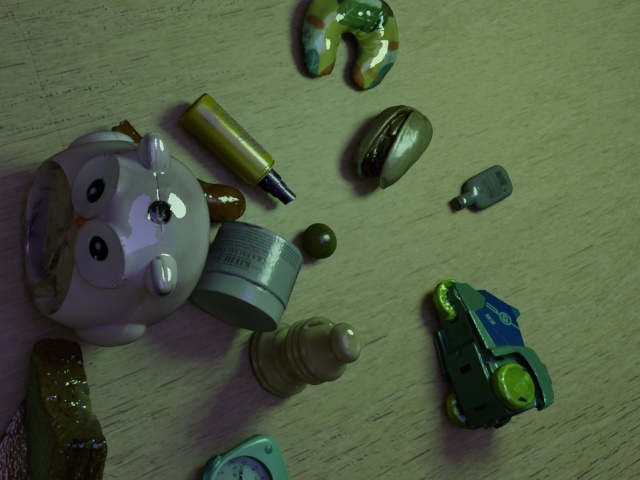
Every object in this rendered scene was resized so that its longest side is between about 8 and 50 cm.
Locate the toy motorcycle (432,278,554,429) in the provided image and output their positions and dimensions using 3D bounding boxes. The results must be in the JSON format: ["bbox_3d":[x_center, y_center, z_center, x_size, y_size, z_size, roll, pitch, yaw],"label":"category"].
[{"bbox_3d":[0.363,0.231,2.084,0.200,0.191,0.326,-4,69,-33],"label":"toy motorcycle"}]

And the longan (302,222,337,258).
[{"bbox_3d":[0.000,0.000,1.983,0.075,0.075,0.083,64,19,-4],"label":"longan"}]

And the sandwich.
[{"bbox_3d":[-0.430,0.340,1.604,0.099,0.288,0.254,-2,125,-24],"label":"sandwich"}]

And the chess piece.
[{"bbox_3d":[-0.016,0.210,1.787,0.124,0.307,0.139,16,73,-25],"label":"chess piece"}]

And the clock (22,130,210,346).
[{"bbox_3d":[-0.322,-0.011,1.624,0.250,0.376,0.368,1,80,-34],"label":"clock"}]

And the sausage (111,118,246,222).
[{"bbox_3d":[-0.278,-0.114,1.836,0.302,0.076,0.103,33,67,-20],"label":"sausage"}]

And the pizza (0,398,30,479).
[{"bbox_3d":[-0.503,0.399,1.636,0.181,0.034,0.262,9,75,-28],"label":"pizza"}]

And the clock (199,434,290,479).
[{"bbox_3d":[-0.159,0.461,1.800,0.211,0.066,0.159,-16,88,-30],"label":"clock"}]

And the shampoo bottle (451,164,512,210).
[{"bbox_3d":[0.367,-0.112,2.219,0.165,0.040,0.080,-27,95,-30],"label":"shampoo bottle"}]

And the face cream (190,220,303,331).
[{"bbox_3d":[-0.136,0.067,1.823,0.177,0.177,0.153,29,66,-22],"label":"face cream"}]

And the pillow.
[{"bbox_3d":[0.066,-0.439,2.097,0.233,0.086,0.214,13,85,-30],"label":"pillow"}]

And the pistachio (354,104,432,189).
[{"bbox_3d":[0.156,-0.202,2.080,0.129,0.131,0.206,26,67,26],"label":"pistachio"}]

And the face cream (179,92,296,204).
[{"bbox_3d":[-0.154,-0.169,1.915,0.273,0.078,0.078,44,63,-15],"label":"face cream"}]
